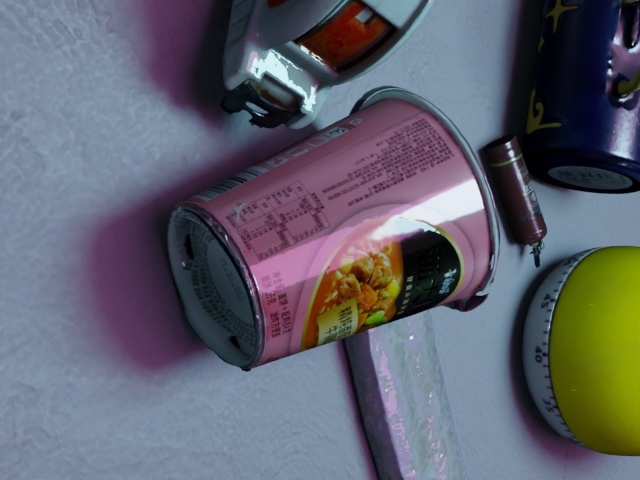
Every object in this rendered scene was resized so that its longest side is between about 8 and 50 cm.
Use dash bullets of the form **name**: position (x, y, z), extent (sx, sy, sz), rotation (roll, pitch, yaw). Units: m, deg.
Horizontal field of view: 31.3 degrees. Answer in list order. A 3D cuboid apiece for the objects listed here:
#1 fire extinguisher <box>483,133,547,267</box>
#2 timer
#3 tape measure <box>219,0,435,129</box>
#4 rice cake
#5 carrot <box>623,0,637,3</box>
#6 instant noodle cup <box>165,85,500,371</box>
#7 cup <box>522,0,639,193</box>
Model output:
- **fire extinguisher**: position (0.242, -0.049, 1.390), extent (0.064, 0.043, 0.158), rotation (-56, 128, -64)
- **timer**: position (0.410, 0.135, 1.378), extent (0.285, 0.285, 0.285), rotation (2, 87, -40)
- **tape measure**: position (0.019, -0.252, 1.072), extent (0.125, 0.246, 0.243), rotation (30, 49, -37)
- **rice cake**: position (0.094, 0.178, 1.249), extent (0.106, 0.050, 0.298), rotation (-21, 102, -39)
- **carrot**: position (0.447, -0.382, 1.567), extent (0.060, 0.060, 0.186), rotation (34, 67, -34)
- **instant noodle cup**: position (0.000, 0.000, 1.080), extent (0.255, 0.244, 0.244), rotation (-24, 104, -29)
- **cup**: position (0.332, -0.206, 1.361), extent (0.255, 0.178, 0.256), rotation (34, 65, -66)
